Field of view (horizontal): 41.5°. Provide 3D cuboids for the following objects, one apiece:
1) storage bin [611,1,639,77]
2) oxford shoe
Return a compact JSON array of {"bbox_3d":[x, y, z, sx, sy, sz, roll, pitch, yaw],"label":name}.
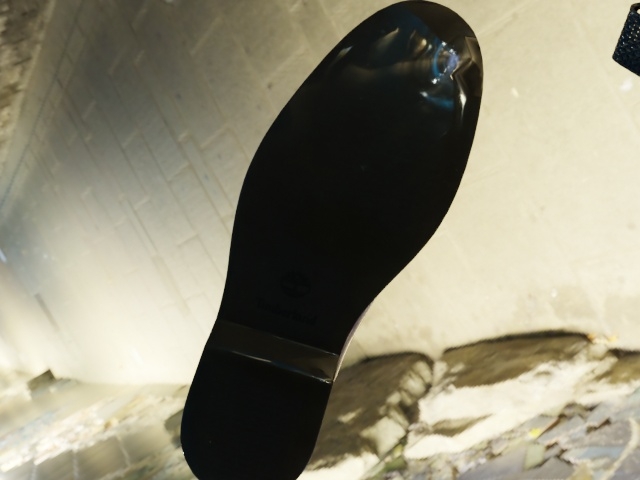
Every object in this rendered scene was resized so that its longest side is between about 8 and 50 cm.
[{"bbox_3d":[0.524,-0.266,1.197,0.180,0.122,0.084,46,143,37],"label":"storage bin"},{"bbox_3d":[0.000,0.000,0.356,0.076,0.212,0.076,26,-166,-1],"label":"oxford shoe"}]
